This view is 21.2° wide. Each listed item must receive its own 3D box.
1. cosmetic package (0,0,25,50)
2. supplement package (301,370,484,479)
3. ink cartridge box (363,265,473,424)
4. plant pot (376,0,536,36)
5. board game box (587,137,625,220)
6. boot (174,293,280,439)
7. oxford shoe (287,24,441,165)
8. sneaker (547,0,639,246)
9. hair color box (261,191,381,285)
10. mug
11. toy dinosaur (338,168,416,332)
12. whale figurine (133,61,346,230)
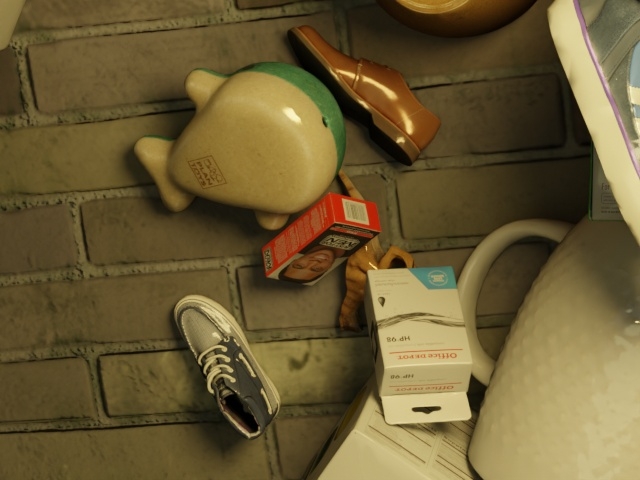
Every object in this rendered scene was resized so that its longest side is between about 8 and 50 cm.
[{"bbox_3d":[-0.492,-0.291,1.856,0.230,0.453,0.161,27,108,2],"label":"cosmetic package"},{"bbox_3d":[0.088,0.300,2.006,0.198,0.263,0.199,34,109,1],"label":"supplement package"},{"bbox_3d":[0.113,0.117,1.947,0.104,0.180,0.060,-3,140,-8],"label":"ink cartridge box"},{"bbox_3d":[0.136,-0.320,1.834,0.237,0.254,0.237,2,104,10],"label":"plant pot"},{"bbox_3d":[0.384,-0.175,1.654,0.242,0.064,0.316,2,105,11],"label":"board game box"},{"bbox_3d":[-0.119,0.154,2.099,0.069,0.086,0.190,-37,96,18],"label":"boot"},{"bbox_3d":[0.051,-0.184,1.995,0.212,0.076,0.076,43,78,0],"label":"oxford shoe"},{"bbox_3d":[0.372,-0.127,1.565,0.236,0.130,0.323,-23,94,20],"label":"sneaker"},{"bbox_3d":[0.000,0.000,2.012,0.141,0.072,0.043,-39,51,43],"label":"hair color box"},{"bbox_3d":[0.308,0.115,1.934,0.374,0.276,0.328,27,106,35],"label":"mug"},{"bbox_3d":[0.058,0.020,2.041,0.112,0.064,0.211,7,106,10],"label":"toy dinosaur"},{"bbox_3d":[-0.089,-0.116,2.013,0.272,0.141,0.216,-16,113,39],"label":"whale figurine"}]
